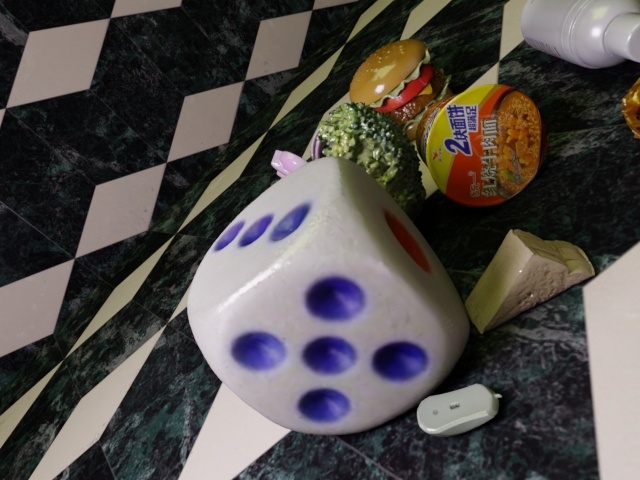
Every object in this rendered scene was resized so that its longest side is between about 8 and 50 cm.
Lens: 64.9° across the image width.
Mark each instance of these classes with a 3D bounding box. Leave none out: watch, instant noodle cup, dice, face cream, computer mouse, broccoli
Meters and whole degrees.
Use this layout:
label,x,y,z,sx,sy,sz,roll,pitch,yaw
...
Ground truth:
label,x,y,z,sx,sy,sz,roll,pitch,yaw
watch,0.042,-0.198,1.226,0.217,0.249,0.211,-57,-3,-5
instant noodle cup,0.277,-0.183,0.929,0.213,0.213,0.174,-39,17,9
dice,0.010,0.083,0.755,0.304,0.304,0.276,-37,25,19
face cream,0.526,-0.405,0.953,0.145,0.145,0.369,-37,26,14
computer mouse,0.178,0.218,0.637,0.110,0.032,0.055,-23,32,16
broccoli,0.088,-0.120,0.963,0.260,0.287,0.236,-34,15,-34

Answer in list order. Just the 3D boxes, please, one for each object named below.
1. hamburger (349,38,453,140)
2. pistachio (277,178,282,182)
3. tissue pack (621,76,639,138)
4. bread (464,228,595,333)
label,x,y,z,sx,sy,sz,roll,pitch,yaw
hamburger,0.200,-0.408,1.344,0.275,0.212,0.274,-33,28,20
pistachio,-0.069,-0.123,1.415,0.136,0.136,0.226,-41,19,5
tissue pack,0.568,-0.226,0.683,0.183,0.092,0.226,-49,27,-12
bread,0.291,0.067,0.715,0.077,0.105,0.152,-95,24,-58
